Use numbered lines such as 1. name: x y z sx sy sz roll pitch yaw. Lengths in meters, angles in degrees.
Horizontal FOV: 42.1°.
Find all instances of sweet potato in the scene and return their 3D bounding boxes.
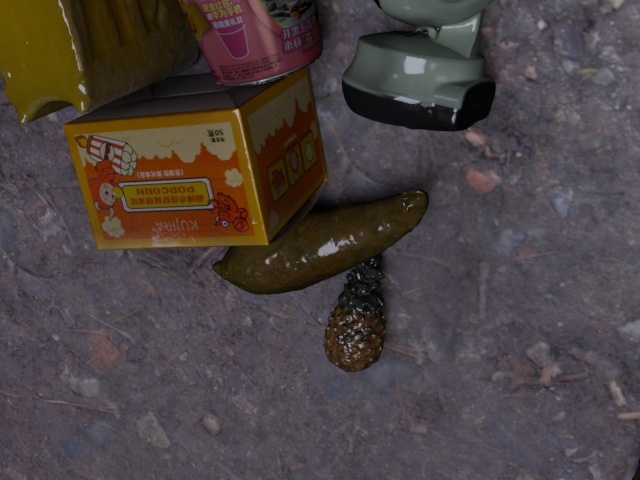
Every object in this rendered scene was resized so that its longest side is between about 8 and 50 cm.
1. sweet potato: 0.005 0.001 1.291 0.423 0.130 0.130 -17 106 34

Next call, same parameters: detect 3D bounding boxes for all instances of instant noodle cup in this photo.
1. instant noodle cup: -0.104 -0.355 1.136 0.244 0.244 0.254 -4 119 23

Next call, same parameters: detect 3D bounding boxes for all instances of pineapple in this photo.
1. pineapple: 0.063 0.112 1.347 0.108 0.108 0.197 16 112 15

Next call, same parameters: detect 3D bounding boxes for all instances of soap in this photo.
1. soap: -0.325 -0.344 1.154 0.156 0.335 0.293 -5 109 23

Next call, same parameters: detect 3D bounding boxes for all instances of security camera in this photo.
1. security camera: 0.140 -0.295 1.081 0.191 0.197 0.277 19 113 23

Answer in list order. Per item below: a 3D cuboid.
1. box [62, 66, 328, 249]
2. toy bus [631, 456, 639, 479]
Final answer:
1. box: -0.172 -0.123 1.236 0.284 0.259 0.213 -2 115 22
2. toy bus: 0.567 0.314 1.204 0.140 0.157 0.289 24 120 9
